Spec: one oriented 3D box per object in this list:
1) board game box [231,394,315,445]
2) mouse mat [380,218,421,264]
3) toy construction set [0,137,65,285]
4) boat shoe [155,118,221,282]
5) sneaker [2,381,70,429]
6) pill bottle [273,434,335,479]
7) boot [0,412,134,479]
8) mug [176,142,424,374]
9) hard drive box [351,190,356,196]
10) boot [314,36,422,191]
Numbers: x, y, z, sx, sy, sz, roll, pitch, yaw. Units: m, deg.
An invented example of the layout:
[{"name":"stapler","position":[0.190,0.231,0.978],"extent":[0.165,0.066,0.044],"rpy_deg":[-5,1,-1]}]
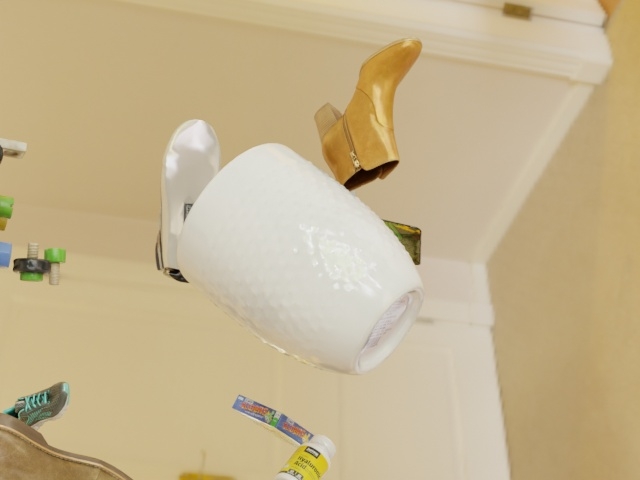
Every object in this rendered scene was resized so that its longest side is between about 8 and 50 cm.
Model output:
[{"name":"board game box","position":[-0.082,0.402,2.028],"extent":[0.136,0.201,0.035],"rpy_deg":[14,69,40]},{"name":"mouse mat","position":[0.134,-0.001,1.946],"extent":[0.190,0.152,0.007],"rpy_deg":[79,-153,-64]},{"name":"toy construction set","position":[-0.570,-0.063,1.447],"extent":[0.257,0.308,0.237],"rpy_deg":[88,-177,-82]},{"name":"boat shoe","position":[-0.296,-0.080,2.009],"extent":[0.158,0.127,0.341],"rpy_deg":[172,106,-67]},{"name":"sneaker","position":[-0.549,0.321,1.822],"extent":[0.166,0.076,0.065],"rpy_deg":[-37,53,26]},{"name":"pill bottle","position":[-0.023,0.382,1.590],"extent":[0.116,0.065,0.065],"rpy_deg":[-45,-21,-44]},{"name":"boot","position":[-0.389,0.373,1.394],"extent":[0.112,0.305,0.115],"rpy_deg":[-42,30,28]},{"name":"mug","position":[0.004,0.055,1.524],"extent":[0.276,0.328,0.374],"rpy_deg":[-55,-24,4]},{"name":"hard drive box","position":[0.000,0.000,2.206],"extent":[0.232,0.089,0.181],"rpy_deg":[-22,82,49]},{"name":"boot","position":[0.123,-0.242,1.881],"extent":[0.295,0.104,0.211],"rpy_deg":[-39,56,24]}]
